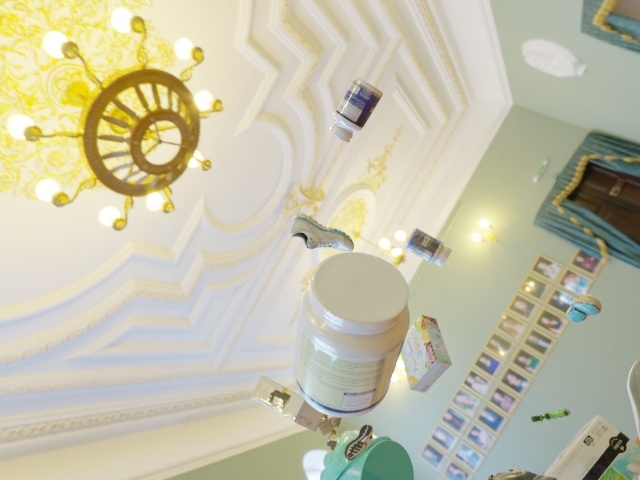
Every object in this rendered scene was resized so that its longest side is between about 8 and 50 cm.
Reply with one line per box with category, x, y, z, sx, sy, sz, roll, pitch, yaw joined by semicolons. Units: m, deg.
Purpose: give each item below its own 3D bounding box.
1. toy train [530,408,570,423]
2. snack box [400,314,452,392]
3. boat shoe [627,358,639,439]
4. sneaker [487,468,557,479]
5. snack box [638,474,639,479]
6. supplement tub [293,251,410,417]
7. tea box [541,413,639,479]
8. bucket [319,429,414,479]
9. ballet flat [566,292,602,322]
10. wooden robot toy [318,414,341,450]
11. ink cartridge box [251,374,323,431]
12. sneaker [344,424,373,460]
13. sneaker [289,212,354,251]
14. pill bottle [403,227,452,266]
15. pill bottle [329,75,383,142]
toy train;0.494;0.377;1.024;0.083;0.017;0.024;-19;-27;16
snack box;0.363;0.399;1.683;0.070;0.207;0.174;18;-55;-17
boat shoe;0.824;0.417;1.208;0.076;0.083;0.226;53;-132;-51
sneaker;0.419;0.586;1.065;0.286;0.130;0.109;9;-94;-43
snack box;0.739;0.585;1.031;0.022;0.064;0.178;-30;-68;-10
supplement tub;0.063;0.210;1.051;0.235;0.235;0.325;-33;-35;-37
tea box;0.963;0.847;1.613;0.329;0.323;0.220;-37;-32;-19
bucket;0.158;0.767;1.554;0.281;0.183;0.281;12;-110;-36
ballet flat;0.863;0.209;1.559;0.073;0.080;0.232;-58;-18;-11
wooden robot toy;0.028;0.570;1.509;0.079;0.173;0.076;-29;-12;-1
ink cartridge box;-0.090;0.468;1.373;0.072;0.175;0.127;-62;-39;-17
sneaker;0.101;0.518;1.203;0.109;0.040;0.043;-33;-57;-39
sneaker;0.000;0.000;1.322;0.071;0.191;0.083;116;176;-57
pill bottle;0.345;0.023;1.529;0.078;0.137;0.078;-56;-12;-18
pill bottle;0.096;-0.367;1.349;0.094;0.094;0.169;0;-53;-57
